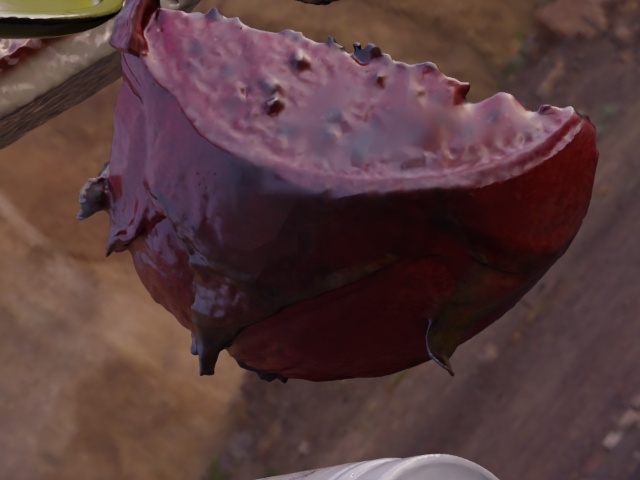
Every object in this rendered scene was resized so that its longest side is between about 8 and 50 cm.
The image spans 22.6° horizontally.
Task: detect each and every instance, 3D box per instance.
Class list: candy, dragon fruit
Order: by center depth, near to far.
[{"bbox_3d":[0.000,0.000,1.091,0.100,0.343,0.282,-74,-3,-59],"label":"dragon fruit"},{"bbox_3d":[-0.258,-0.176,1.402,0.320,0.135,0.179,-40,4,-37],"label":"candy"}]

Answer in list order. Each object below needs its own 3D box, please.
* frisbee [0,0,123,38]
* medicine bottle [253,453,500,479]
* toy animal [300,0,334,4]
[{"bbox_3d":[-0.219,-0.140,0.829,0.236,0.236,0.017,-52,-24,-71],"label":"frisbee"},{"bbox_3d":[0.030,0.302,1.484,0.190,0.190,0.332,-52,16,-30],"label":"medicine bottle"},{"bbox_3d":[0.096,-0.194,0.889,0.255,0.114,0.116,-42,18,-13],"label":"toy animal"}]
